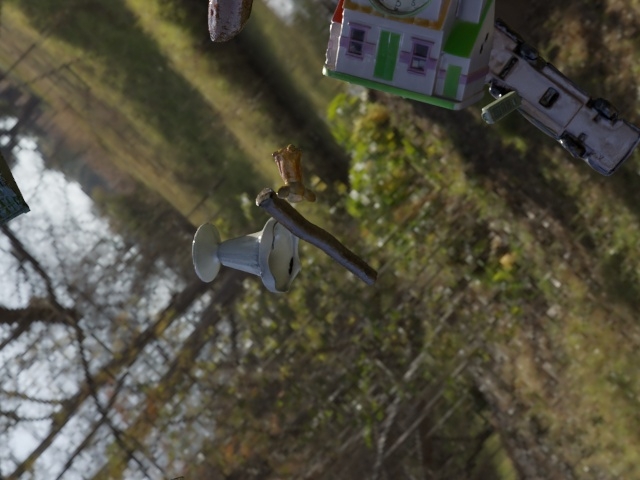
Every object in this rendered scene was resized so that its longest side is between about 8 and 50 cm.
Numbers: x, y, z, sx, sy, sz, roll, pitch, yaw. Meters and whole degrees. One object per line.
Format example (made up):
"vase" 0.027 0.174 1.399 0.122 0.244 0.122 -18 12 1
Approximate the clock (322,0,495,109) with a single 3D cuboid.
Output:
"clock" 0.145 -0.376 1.558 0.235 0.309 0.166 18 -157 21

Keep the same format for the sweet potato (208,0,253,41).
"sweet potato" -0.090 -0.298 1.150 0.050 0.050 0.214 43 148 13

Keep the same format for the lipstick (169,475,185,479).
"lipstick" -0.238 0.493 1.861 0.040 0.040 0.141 46 -159 -69

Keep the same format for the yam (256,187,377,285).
"yam" 0.000 0.000 2.036 0.327 0.045 0.045 37 -174 -36

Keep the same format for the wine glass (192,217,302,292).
"wine glass" -0.154 0.026 2.208 0.197 0.164 0.165 2 159 24

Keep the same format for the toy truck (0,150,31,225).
"toy truck" -0.467 -0.106 1.303 0.259 0.121 0.088 52 172 40

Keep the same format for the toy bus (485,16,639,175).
"toy bus" 0.386 -0.240 1.767 0.317 0.112 0.138 39 -166 -2

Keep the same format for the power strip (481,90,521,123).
"power strip" 0.286 -0.211 1.643 0.017 0.083 0.027 6 124 56

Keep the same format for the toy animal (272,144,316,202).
"toy animal" -0.040 -0.096 1.580 0.081 0.061 0.083 124 138 -62
